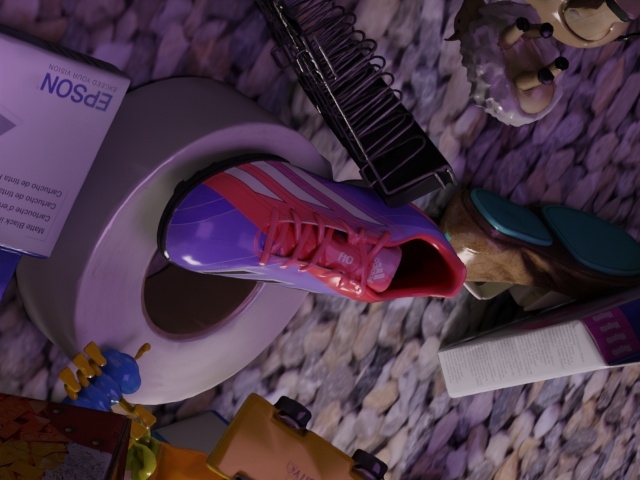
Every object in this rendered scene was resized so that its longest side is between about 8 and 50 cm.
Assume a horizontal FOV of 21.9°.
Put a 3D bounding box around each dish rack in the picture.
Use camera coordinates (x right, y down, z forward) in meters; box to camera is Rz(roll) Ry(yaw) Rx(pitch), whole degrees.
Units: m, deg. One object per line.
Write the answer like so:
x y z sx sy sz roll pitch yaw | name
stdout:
0.005 -0.160 1.398 0.074 0.208 0.271 -34 140 -1 | dish rack

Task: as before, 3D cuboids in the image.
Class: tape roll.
-0.124 0.001 1.464 0.286 0.100 0.286 -27 135 -30 | tape roll

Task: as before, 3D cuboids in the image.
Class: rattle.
-0.192 0.212 1.508 0.130 0.142 0.199 -49 156 0 | rattle

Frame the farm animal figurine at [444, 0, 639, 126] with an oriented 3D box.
0.190 -0.306 1.487 0.330 0.172 0.327 -35 98 -23 | farm animal figurine

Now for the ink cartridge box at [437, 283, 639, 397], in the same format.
0.356 0.091 1.898 0.324 0.330 0.071 -15 87 -39 | ink cartridge box

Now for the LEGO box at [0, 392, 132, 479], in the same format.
-0.363 0.348 1.220 0.193 0.372 0.500 -81 -179 -65 | LEGO box

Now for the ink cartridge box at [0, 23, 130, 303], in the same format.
-0.283 -0.061 1.256 0.223 0.045 0.224 17 105 -41 | ink cartridge box

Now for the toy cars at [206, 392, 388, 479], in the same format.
-0.119 0.229 1.491 0.393 0.087 0.177 -8 95 -21 | toy cars

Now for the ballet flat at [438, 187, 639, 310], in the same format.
0.235 0.023 1.872 0.342 0.116 0.124 9 132 -49 | ballet flat

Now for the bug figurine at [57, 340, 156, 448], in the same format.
-0.161 0.230 1.372 0.216 0.072 0.279 -42 104 -31 | bug figurine

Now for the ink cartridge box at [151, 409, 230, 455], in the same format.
-0.110 0.300 1.676 0.086 0.148 0.203 -18 132 -40 | ink cartridge box

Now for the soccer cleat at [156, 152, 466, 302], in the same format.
0.000 0.000 1.415 0.318 0.116 0.109 5 115 -49 | soccer cleat
